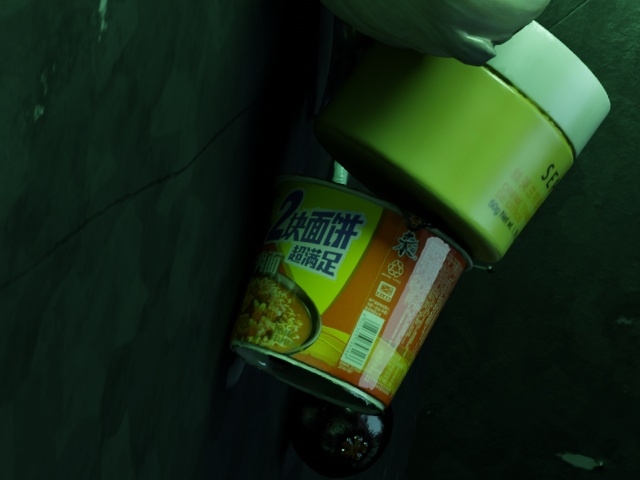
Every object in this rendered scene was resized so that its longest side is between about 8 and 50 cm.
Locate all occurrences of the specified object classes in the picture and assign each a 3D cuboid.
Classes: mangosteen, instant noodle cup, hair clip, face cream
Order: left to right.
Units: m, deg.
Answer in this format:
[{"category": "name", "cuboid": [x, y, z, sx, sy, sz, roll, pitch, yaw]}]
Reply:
[{"category": "mangosteen", "cuboid": [0.019, 0.211, 2.117, 0.151, 0.137, 0.137, -123, -145, -52]}, {"category": "instant noodle cup", "cuboid": [0.018, 0.057, 1.649, 0.213, 0.213, 0.174, 69, 44, -74]}, {"category": "hair clip", "cuboid": [0.047, -0.215, 1.693, 0.137, 0.090, 0.278, -39, 146, -35]}, {"category": "face cream", "cuboid": [0.128, -0.111, 1.613, 0.179, 0.218, 0.218, -53, 168, -6]}]

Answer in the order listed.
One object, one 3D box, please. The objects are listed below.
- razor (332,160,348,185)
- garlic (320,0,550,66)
[{"category": "razor", "cuboid": [0.007, 0.001, 1.969, 0.084, 0.036, 0.211, 65, 40, -79]}, {"category": "garlic", "cuboid": [0.114, -0.307, 1.428, 0.241, 0.322, 0.322, 22, 80, -55]}]
